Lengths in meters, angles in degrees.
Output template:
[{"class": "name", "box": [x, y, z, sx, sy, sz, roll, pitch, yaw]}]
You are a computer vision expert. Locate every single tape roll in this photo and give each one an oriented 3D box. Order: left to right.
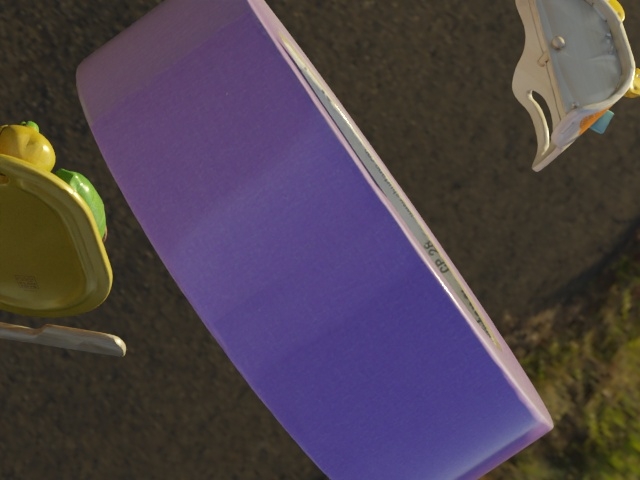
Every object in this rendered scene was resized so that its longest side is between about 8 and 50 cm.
[{"class": "tape roll", "box": [0.000, 0.000, 0.655, 0.090, 0.275, 0.275, -35, 141, 7]}]

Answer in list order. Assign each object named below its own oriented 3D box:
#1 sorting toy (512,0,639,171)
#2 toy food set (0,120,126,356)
[{"class": "sorting toy", "box": [0.111, -0.072, 0.626, 0.045, 0.083, 0.075, 1, 150, -19]}, {"class": "toy food set", "box": [-0.202, -0.011, 0.923, 0.218, 0.128, 0.071, 86, 11, -53]}]
